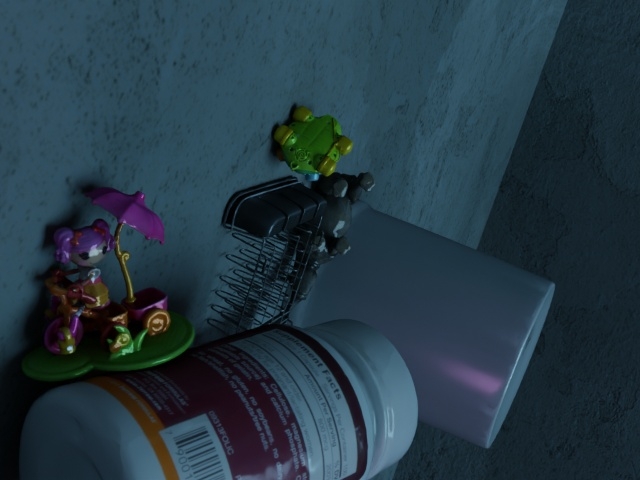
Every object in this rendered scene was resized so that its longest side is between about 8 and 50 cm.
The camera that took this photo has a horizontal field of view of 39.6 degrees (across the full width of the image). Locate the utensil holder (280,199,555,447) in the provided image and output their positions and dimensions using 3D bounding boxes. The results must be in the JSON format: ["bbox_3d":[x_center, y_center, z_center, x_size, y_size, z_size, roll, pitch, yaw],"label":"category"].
[{"bbox_3d":[0.168,0.144,1.540,0.327,0.385,0.328,-54,157,-35],"label":"utensil holder"}]

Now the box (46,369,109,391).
[{"bbox_3d":[-0.247,0.191,0.999,0.164,0.021,0.201,-54,156,-37],"label":"box"}]

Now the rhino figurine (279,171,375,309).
[{"bbox_3d":[0.000,0.000,1.373,0.243,0.073,0.106,-66,-161,-3],"label":"rhino figurine"}]

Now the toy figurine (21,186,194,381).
[{"bbox_3d":[-0.207,0.030,0.840,0.173,0.130,0.159,-17,116,-37],"label":"toy figurine"}]

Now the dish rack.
[{"bbox_3d":[-0.082,0.057,1.242,0.208,0.074,0.272,-24,135,-63],"label":"dish rack"}]

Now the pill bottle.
[{"bbox_3d":[-0.088,0.212,0.935,0.392,0.224,0.224,-11,124,-46],"label":"pill bottle"}]

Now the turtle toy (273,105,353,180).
[{"bbox_3d":[-0.009,-0.132,1.213,0.130,0.095,0.066,-52,177,-39],"label":"turtle toy"}]
